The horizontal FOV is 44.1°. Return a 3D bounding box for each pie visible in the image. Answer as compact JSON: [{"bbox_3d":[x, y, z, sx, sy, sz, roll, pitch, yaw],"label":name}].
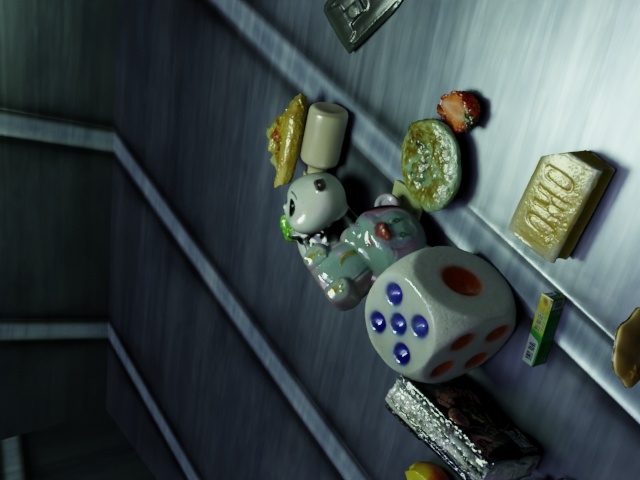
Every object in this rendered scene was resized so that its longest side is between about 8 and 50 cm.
[{"bbox_3d":[0.267,-0.188,1.934,0.240,0.054,0.240,24,117,61],"label":"pie"}]

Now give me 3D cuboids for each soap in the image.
[{"bbox_3d":[0.500,-0.084,1.656,0.140,0.073,0.232,43,130,33],"label":"soap"}]

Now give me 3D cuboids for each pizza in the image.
[{"bbox_3d":[-0.119,-0.301,2.358,0.288,0.075,0.279,-149,68,-71],"label":"pizza"}]

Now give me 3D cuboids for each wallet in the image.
[{"bbox_3d":[0.108,-0.623,2.067,0.245,0.052,0.168,-36,74,49],"label":"wallet"}]

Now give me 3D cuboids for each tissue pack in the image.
[{"bbox_3d":[0.339,0.439,1.874,0.332,0.245,0.123,42,115,39],"label":"tissue pack"}]

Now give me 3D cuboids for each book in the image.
[{"bbox_3d":[0.227,-0.102,2.068,0.111,0.014,0.077,37,126,41],"label":"book"}]

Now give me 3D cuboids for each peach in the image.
[{"bbox_3d":[0.293,0.654,2.098,0.151,0.118,0.151,-13,-90,-87],"label":"peach"}]

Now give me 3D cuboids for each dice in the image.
[{"bbox_3d":[0.280,0.176,1.867,0.243,0.259,0.251,56,139,30],"label":"dice"}]

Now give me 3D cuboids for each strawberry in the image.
[{"bbox_3d":[0.327,-0.306,1.856,0.152,0.048,0.103,-127,33,-54],"label":"strawberry"}]

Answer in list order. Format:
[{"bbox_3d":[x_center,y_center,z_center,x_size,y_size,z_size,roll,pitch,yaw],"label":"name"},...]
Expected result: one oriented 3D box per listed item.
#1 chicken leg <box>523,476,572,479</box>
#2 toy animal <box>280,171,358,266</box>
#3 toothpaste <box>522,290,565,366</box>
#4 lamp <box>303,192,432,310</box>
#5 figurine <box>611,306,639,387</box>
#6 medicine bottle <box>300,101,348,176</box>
[{"bbox_3d":[0.503,0.597,1.834,0.207,0.101,0.085,-31,77,31],"label":"chicken leg"},{"bbox_3d":[-0.005,-0.051,2.188,0.213,0.212,0.266,-14,109,54],"label":"toy animal"},{"bbox_3d":[0.497,0.198,1.761,0.037,0.043,0.178,36,127,43],"label":"toothpaste"},{"bbox_3d":[0.136,0.049,2.028,0.247,0.301,0.247,56,-179,30],"label":"lamp"},{"bbox_3d":[0.679,0.201,1.416,0.257,0.181,0.208,4,74,46],"label":"figurine"},{"bbox_3d":[0.003,-0.259,2.245,0.114,0.114,0.252,40,129,41],"label":"medicine bottle"}]
